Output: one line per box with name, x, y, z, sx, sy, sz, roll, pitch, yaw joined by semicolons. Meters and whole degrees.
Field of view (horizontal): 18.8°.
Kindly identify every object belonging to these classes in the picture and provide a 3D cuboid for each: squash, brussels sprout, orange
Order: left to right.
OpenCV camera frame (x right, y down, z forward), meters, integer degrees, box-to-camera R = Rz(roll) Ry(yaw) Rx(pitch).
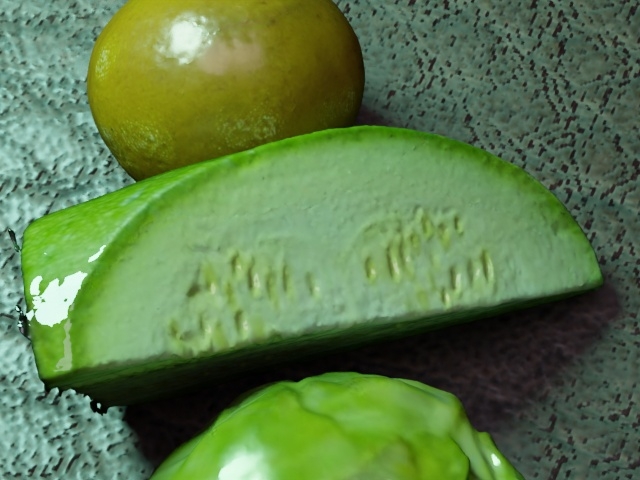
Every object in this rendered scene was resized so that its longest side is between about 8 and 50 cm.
orange;-0.051;-0.082;1.082;0.159;0.159;0.136;-7;102;1
squash;0.000;0.000;0.995;0.289;0.203;0.111;-14;80;2
brussels sprout;0.009;0.168;0.942;0.223;0.161;0.223;-5;59;9
